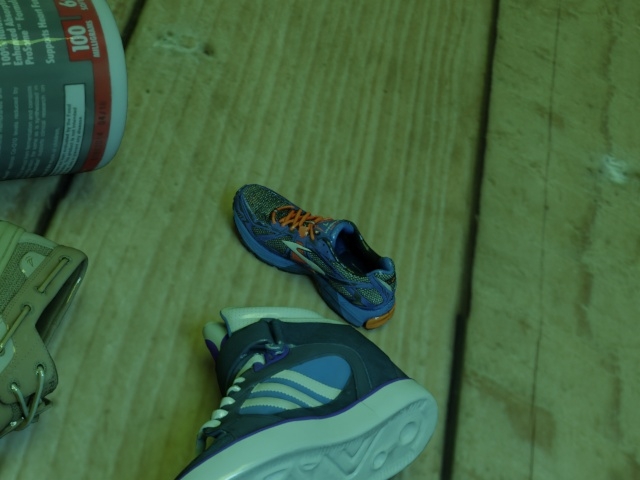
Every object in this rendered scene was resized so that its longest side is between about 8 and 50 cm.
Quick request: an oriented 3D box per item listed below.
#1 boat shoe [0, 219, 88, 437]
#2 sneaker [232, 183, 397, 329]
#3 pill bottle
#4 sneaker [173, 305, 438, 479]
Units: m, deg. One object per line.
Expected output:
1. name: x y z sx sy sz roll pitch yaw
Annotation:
1. boat shoe: -0.295 0.116 1.255 0.110 0.122 0.341 15 46 -5
2. sneaker: 0.000 0.000 1.505 0.221 0.087 0.083 34 47 11
3. pill bottle: -0.401 -0.158 1.410 0.363 0.210 0.210 -9 54 -29
4. sneaker: -0.071 0.165 1.301 0.322 0.130 0.236 -20 38 -38
